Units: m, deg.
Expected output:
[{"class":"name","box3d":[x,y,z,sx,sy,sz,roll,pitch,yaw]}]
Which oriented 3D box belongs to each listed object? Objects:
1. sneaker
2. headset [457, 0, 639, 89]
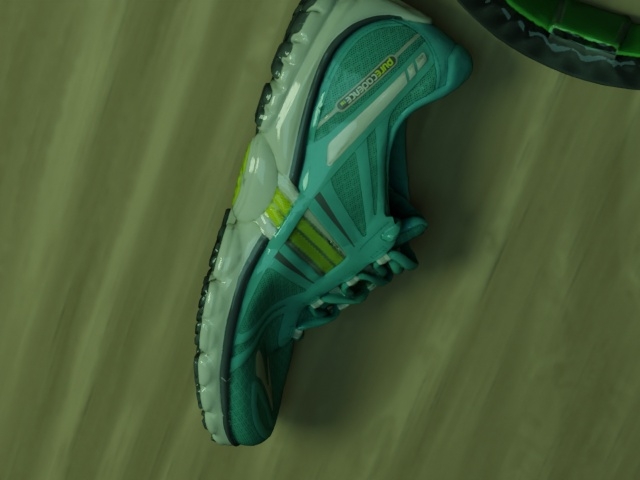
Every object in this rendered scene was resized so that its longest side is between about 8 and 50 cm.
[{"class":"sneaker","box3d":[0.000,0.000,0.969,0.110,0.107,0.275,19,112,0]},{"class":"headset","box3d":[0.183,-0.263,0.831,0.243,0.185,0.394,19,127,6]}]
